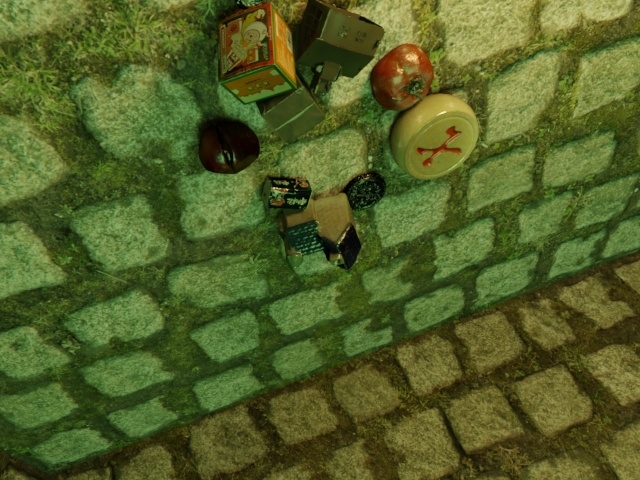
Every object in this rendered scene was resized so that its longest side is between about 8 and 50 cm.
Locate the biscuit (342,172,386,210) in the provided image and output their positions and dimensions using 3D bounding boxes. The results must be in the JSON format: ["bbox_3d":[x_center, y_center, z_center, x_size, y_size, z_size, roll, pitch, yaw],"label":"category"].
[{"bbox_3d":[0.180,-0.198,2.169,0.194,0.053,0.194,-13,140,-11],"label":"biscuit"}]

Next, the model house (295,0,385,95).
[{"bbox_3d":[0.020,-0.558,1.562,0.211,0.204,0.243,4,123,-33],"label":"model house"}]

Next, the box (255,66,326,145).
[{"bbox_3d":[-0.112,-0.441,1.616,0.149,0.231,0.155,-33,139,11],"label":"box"}]

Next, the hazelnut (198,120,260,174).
[{"bbox_3d":[-0.301,-0.306,1.741,0.204,0.178,0.178,-20,141,-13],"label":"hazelnut"}]

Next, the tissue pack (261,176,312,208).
[{"bbox_3d":[-0.126,-0.179,2.010,0.170,0.090,0.103,-1,133,-26],"label":"tissue pack"}]

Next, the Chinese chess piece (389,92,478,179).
[{"bbox_3d":[0.428,-0.390,2.009,0.338,0.140,0.338,-14,140,-12],"label":"Chinese chess piece"}]

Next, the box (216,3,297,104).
[{"bbox_3d":[-0.178,-0.513,1.471,0.177,0.195,0.148,-10,163,20],"label":"box"}]

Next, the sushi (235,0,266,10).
[{"bbox_3d":[-0.193,-0.679,1.428,0.098,0.084,0.094,21,130,-38],"label":"sushi"}]

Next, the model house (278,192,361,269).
[{"bbox_3d":[0.000,-0.002,2.098,0.298,0.284,0.243,-16,137,6],"label":"model house"}]

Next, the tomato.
[{"bbox_3d":[0.289,-0.542,1.808,0.237,0.095,0.237,-14,139,-13],"label":"tomato"}]
